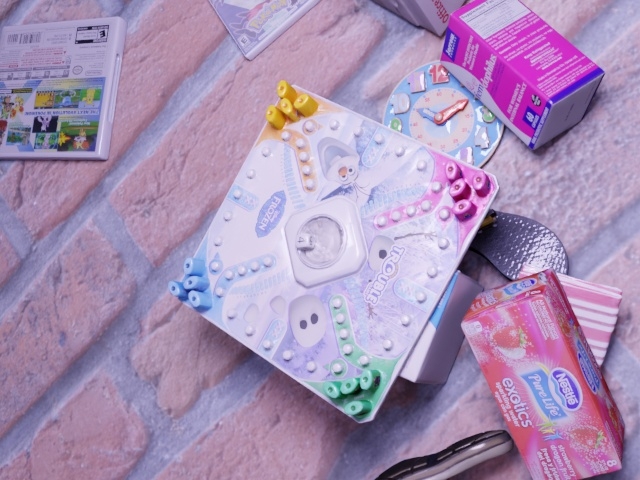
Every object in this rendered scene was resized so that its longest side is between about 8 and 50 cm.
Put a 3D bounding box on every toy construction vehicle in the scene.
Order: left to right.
[{"bbox_3d":[0.230,-0.054,1.180,0.098,0.035,0.086,-24,60,19],"label":"toy construction vehicle"}]

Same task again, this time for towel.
[{"bbox_3d":[0.338,0.141,1.106,0.144,0.029,0.197,16,111,18],"label":"towel"}]

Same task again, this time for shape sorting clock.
[{"bbox_3d":[0.198,-0.197,1.256,0.206,0.040,0.206,-4,79,24],"label":"shape sorting clock"}]

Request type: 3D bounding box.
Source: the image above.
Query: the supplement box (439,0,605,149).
[{"bbox_3d":[0.299,-0.265,1.163,0.114,0.111,0.220,-31,65,-17],"label":"supplement box"}]

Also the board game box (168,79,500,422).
[{"bbox_3d":[0.000,0.000,1.123,0.390,0.050,0.390,29,91,27],"label":"board game box"}]

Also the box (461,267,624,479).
[{"bbox_3d":[0.307,0.185,1.044,0.122,0.128,0.257,-23,95,27],"label":"box"}]

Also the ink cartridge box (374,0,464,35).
[{"bbox_3d":[0.167,-0.512,1.216,0.197,0.198,0.270,37,97,24],"label":"ink cartridge box"}]

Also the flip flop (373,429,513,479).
[{"bbox_3d":[0.168,0.366,1.150,0.277,0.112,0.080,-27,86,12],"label":"flip flop"}]

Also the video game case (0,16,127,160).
[{"bbox_3d":[-0.568,-0.319,1.627,0.328,0.036,0.300,3,82,24],"label":"video game case"}]

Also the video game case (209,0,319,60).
[{"bbox_3d":[-0.104,-0.471,1.449,0.201,0.023,0.183,-38,68,15],"label":"video game case"}]

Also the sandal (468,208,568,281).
[{"bbox_3d":[0.276,-0.001,1.189,0.254,0.054,0.097,32,88,35],"label":"sandal"}]

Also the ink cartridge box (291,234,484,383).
[{"bbox_3d":[0.098,0.096,1.180,0.232,0.168,0.171,22,90,26],"label":"ink cartridge box"}]
